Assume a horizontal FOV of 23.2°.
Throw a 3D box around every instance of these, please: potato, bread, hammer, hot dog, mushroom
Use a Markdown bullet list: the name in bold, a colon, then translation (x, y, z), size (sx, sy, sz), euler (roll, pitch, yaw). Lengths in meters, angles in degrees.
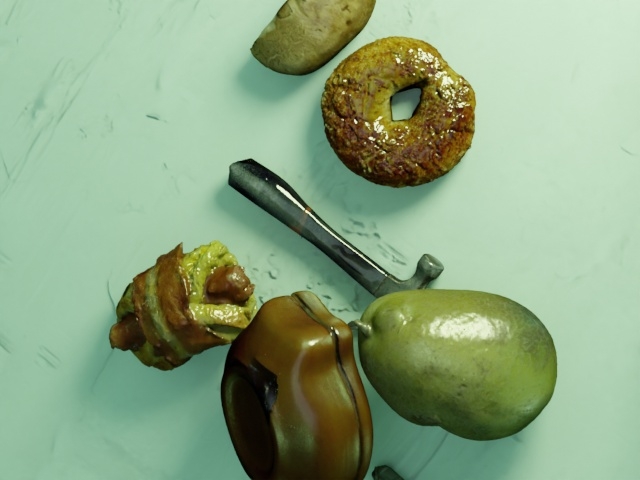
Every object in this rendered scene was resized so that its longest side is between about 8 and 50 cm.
- **potato**: translation (0.153, 0.138, 1.838), size (0.251, 0.159, 0.174), euler (18, 85, -11)
- **bread**: translation (0.091, -0.151, 1.861), size (0.193, 0.064, 0.193), euler (2, 97, 15)
- **hammer**: translation (0.000, 0.000, 1.928), size (0.290, 0.037, 0.137), euler (37, 106, 7)
- **hot dog**: translation (-0.177, 0.089, 1.964), size (0.213, 0.103, 0.146), euler (-31, 90, 21)
- **mushroom**: translation (0.004, -0.271, 1.861), size (0.210, 0.072, 0.094), euler (-42, 93, 19)

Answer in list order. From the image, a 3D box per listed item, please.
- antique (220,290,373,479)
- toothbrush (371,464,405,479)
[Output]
- **antique**: translation (-0.033, 0.202, 1.883), size (0.223, 0.129, 0.278), euler (46, 143, 40)
- **toothbrush**: translation (0.181, 0.381, 1.944), size (0.297, 0.030, 0.030), euler (39, 118, 7)
